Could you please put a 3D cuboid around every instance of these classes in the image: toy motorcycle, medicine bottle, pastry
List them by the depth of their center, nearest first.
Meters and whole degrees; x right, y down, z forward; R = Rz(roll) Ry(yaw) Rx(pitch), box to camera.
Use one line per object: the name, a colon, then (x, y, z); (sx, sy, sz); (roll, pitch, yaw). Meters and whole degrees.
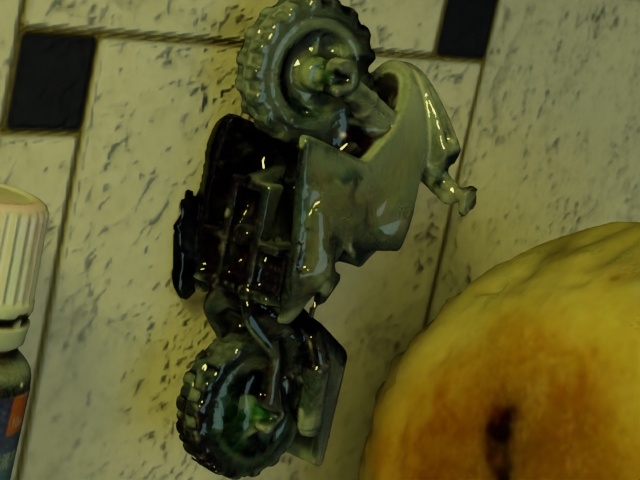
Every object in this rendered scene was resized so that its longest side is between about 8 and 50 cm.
medicine bottle: (-0.182, 0.072, 0.950); (0.083, 0.083, 0.203); (2, 104, -50)
toy motorcycle: (0.000, 0.000, 1.113); (0.159, 0.106, 0.270); (2, 101, -44)
pastry: (0.208, 0.182, 1.219); (0.313, 0.388, 0.388); (10, 99, -44)
